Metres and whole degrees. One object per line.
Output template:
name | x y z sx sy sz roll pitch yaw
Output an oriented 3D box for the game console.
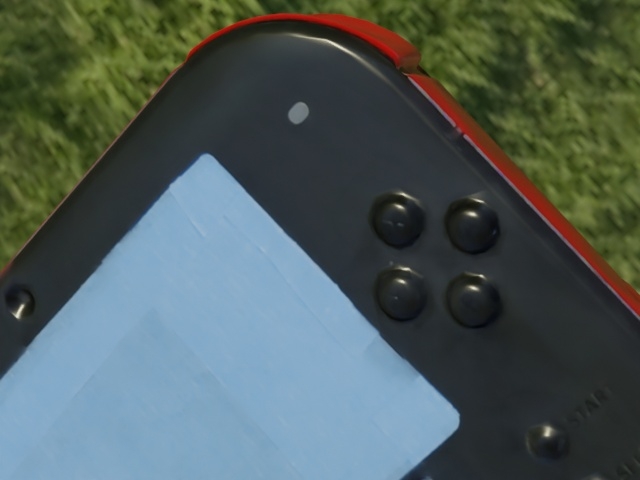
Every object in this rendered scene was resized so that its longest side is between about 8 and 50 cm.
game console | -0.012 0.133 0.780 0.386 0.342 0.060 -45 171 29
